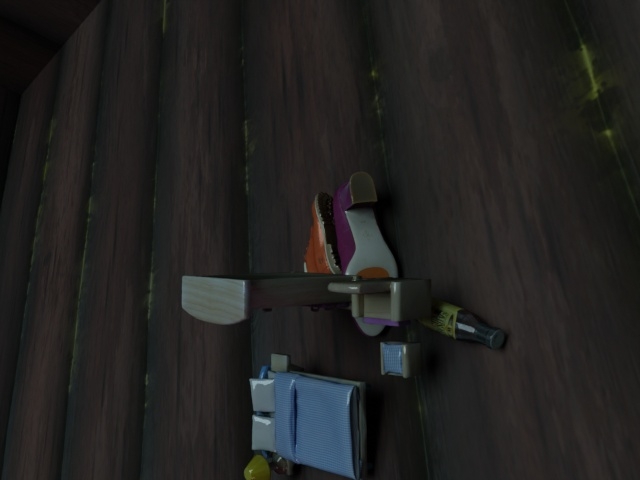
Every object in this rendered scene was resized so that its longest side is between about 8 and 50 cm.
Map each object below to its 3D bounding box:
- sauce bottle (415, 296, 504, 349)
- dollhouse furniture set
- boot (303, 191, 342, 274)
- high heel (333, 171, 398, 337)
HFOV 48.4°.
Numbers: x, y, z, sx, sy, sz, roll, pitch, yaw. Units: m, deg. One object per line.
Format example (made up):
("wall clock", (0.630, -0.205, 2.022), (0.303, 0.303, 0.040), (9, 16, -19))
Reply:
("sauce bottle", (0.172, 0.103, 0.891), (0.128, 0.042, 0.042), (17, 86, 52))
("dollhouse furniture set", (-0.029, 0.196, 0.908), (0.286, 0.198, 0.303), (0, 91, 47))
("boot", (0.000, 0.000, 1.126), (0.085, 0.059, 0.157), (-36, 49, 39))
("high heel", (0.056, 0.027, 1.057), (0.117, 0.082, 0.244), (121, 141, -72))
